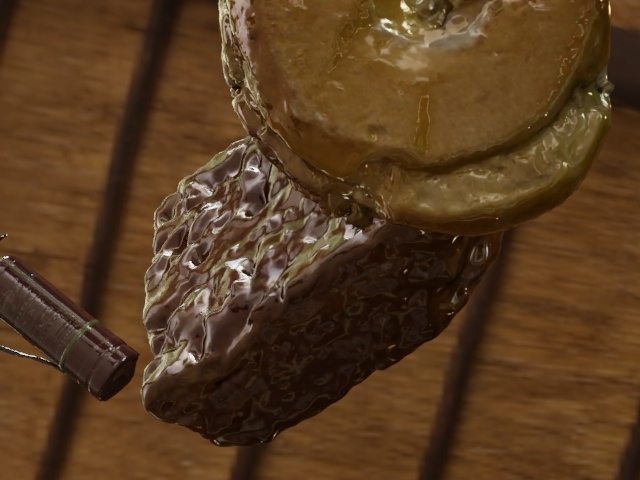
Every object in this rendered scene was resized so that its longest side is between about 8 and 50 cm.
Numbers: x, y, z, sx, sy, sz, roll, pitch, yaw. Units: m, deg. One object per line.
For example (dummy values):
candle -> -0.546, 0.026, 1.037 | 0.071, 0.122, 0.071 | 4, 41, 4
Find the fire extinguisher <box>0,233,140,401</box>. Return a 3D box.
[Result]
fire extinguisher -> -0.204, 0.059, 1.208 | 0.157, 0.045, 0.078 | 36, -72, 17

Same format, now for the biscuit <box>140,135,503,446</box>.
biscuit -> 0.000, 0.000, 1.707 | 0.395, 0.166, 0.342 | -34, -150, 24

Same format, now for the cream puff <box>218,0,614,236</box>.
cream puff -> 0.083, -0.166, 1.319 | 0.327, 0.231, 0.343 | -39, -92, -4
